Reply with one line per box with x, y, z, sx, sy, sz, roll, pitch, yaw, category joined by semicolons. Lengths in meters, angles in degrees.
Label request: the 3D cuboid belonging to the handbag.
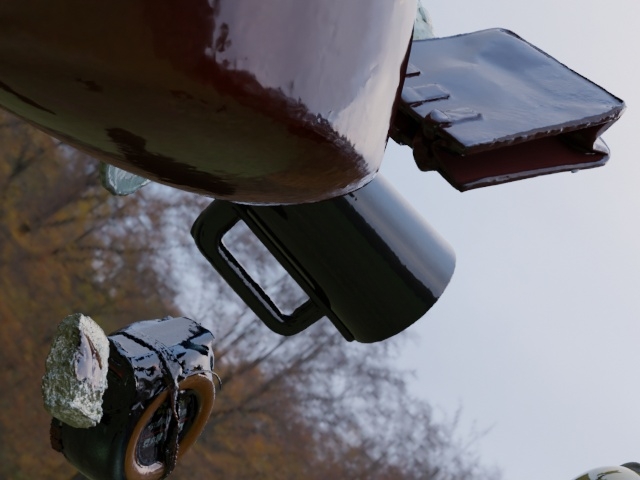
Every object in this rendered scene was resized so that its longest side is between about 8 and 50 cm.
0.194;-0.168;1.274;0.260;0.276;0.084;45;-43;39;handbag

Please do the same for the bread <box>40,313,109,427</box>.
-0.193;0.106;0.843;0.035;0.083;0.070;-3;-26;10;bread

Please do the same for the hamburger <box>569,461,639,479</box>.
0.220;0.233;0.741;0.137;0.175;0.175;22;-19;-10;hamburger

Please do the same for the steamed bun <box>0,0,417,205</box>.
-0.066;-0.150;0.706;0.248;0.235;0.379;9;-7;22;steamed bun

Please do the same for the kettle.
0.004;-0.010;1.547;0.262;0.203;0.308;-29;-63;31;kettle

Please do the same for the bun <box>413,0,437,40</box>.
0.125;-0.307;1.605;0.111;0.188;0.164;-16;-77;25;bun

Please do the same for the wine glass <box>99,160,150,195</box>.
-0.338;-0.245;1.254;0.406;0.267;0.267;36;-24;10;wine glass

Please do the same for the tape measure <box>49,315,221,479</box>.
-0.225;0.200;1.294;0.135;0.202;0.222;26;-70;23;tape measure
